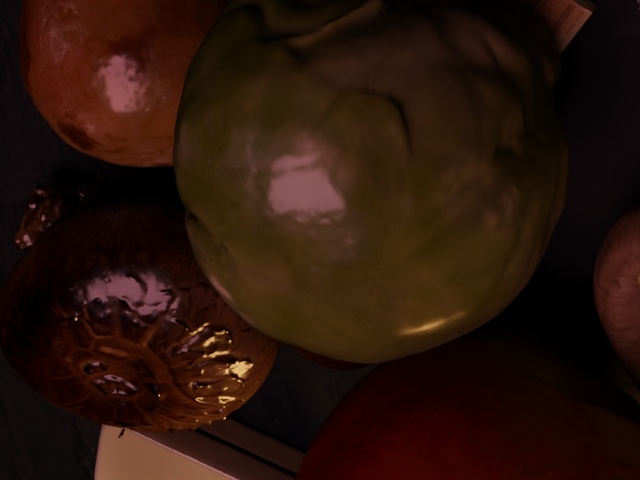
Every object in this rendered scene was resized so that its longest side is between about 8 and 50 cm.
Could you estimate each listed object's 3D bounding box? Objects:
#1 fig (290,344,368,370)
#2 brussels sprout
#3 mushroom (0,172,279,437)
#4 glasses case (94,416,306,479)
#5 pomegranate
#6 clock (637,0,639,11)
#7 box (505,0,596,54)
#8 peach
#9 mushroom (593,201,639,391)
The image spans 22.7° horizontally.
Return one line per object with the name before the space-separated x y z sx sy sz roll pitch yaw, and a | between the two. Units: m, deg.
fig | 0.005 0.000 1.327 0.207 0.175 0.175 52 136 8
brussels sprout | 0.037 -0.053 1.124 0.242 0.316 0.274 8 101 46
mushroom | -0.177 0.066 1.469 0.278 0.163 0.297 36 137 -4
glasses case | -0.079 0.261 1.647 0.312 0.070 0.131 23 134 9
pomegranate | -0.122 -0.158 1.208 0.215 0.215 0.215 15 133 17
clock | 0.345 -0.171 0.950 0.312 0.061 0.313 4 99 23
box | 0.158 -0.159 1.194 0.058 0.015 0.093 35 135 -1
peach | 0.146 0.276 1.313 0.388 0.388 0.388 15 133 17
mushroom | 0.306 0.096 1.248 0.286 0.156 0.151 54 145 -4
